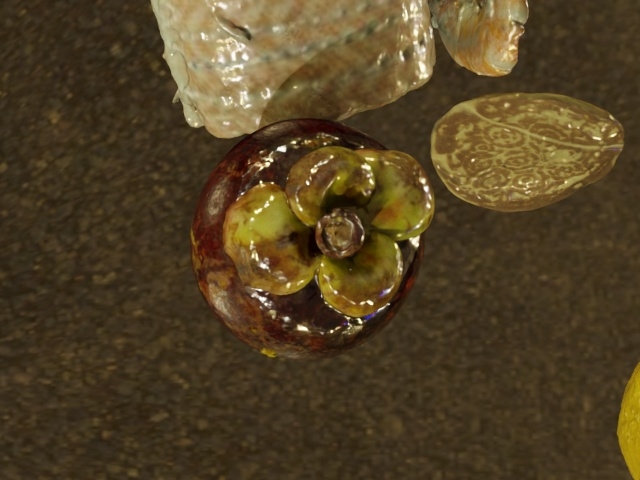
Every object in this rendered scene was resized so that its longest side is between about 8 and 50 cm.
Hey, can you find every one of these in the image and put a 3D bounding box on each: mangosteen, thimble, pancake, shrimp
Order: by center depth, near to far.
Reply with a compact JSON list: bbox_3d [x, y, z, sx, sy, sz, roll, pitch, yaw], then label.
[{"bbox_3d":[0.000,0.000,1.067,0.192,0.217,0.192,-1,93,-19],"label":"mangosteen"},{"bbox_3d":[-0.014,-0.184,1.204,0.229,0.196,0.148,-28,116,-32],"label":"thimble"},{"bbox_3d":[0.184,-0.285,1.626,0.062,0.317,0.164,10,103,-13],"label":"shrimp"},{"bbox_3d":[0.261,-0.114,1.793,0.250,0.250,0.031,20,52,-27],"label":"pancake"}]

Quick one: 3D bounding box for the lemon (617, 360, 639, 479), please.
[{"bbox_3d":[0.397,0.172,1.327,0.260,0.204,0.204,-10,88,-37],"label":"lemon"}]
